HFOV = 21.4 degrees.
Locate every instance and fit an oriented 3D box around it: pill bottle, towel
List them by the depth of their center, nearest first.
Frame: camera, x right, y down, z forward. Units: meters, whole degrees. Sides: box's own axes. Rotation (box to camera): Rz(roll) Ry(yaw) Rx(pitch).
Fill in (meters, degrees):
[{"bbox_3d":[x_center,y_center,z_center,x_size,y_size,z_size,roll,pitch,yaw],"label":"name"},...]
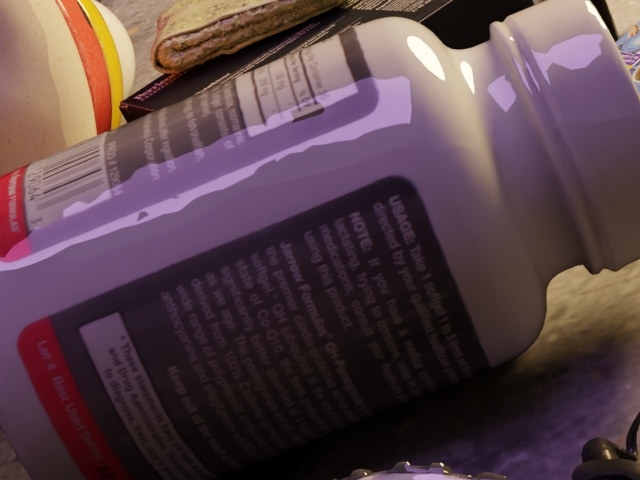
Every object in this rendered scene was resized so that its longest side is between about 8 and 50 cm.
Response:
[{"bbox_3d":[0.000,0.000,0.813,0.318,0.176,0.176,-22,24,5],"label":"pill bottle"},{"bbox_3d":[-0.042,-0.157,1.110,0.148,0.027,0.110,-22,22,7],"label":"towel"}]

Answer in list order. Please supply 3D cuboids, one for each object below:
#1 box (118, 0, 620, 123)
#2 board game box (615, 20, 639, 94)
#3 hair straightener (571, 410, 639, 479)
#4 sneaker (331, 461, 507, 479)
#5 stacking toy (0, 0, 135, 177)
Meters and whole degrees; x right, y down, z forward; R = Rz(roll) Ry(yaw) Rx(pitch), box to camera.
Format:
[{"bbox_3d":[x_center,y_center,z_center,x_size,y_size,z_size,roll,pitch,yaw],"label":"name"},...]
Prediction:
[{"bbox_3d":[0.031,-0.106,1.087,0.261,0.103,0.184,-35,28,-22],"label":"box"},{"bbox_3d":[0.234,-0.089,0.932,0.136,0.035,0.201,-40,28,-17],"label":"board game box"},{"bbox_3d":[0.154,0.117,0.612,0.089,0.047,0.230,-23,20,2],"label":"hair straightener"},{"bbox_3d":[-0.013,0.159,0.623,0.271,0.100,0.108,-17,39,23],"label":"sneaker"},{"bbox_3d":[-0.256,-0.108,1.188,0.350,0.351,0.480,-16,10,17],"label":"stacking toy"}]
